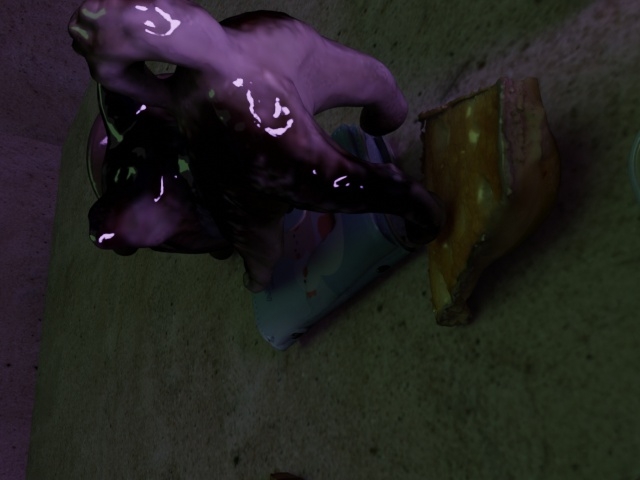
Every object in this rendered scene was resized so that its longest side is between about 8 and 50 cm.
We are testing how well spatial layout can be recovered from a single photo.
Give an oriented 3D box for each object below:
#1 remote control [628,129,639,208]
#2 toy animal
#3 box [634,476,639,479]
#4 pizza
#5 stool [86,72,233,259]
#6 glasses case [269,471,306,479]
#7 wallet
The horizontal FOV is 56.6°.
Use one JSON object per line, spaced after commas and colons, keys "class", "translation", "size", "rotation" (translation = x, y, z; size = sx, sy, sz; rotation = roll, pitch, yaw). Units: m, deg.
{"class": "remote control", "translation": [0.244, 0.021, 0.330], "size": [0.087, 0.047, 0.245], "rotation": [-33, 52, 44]}
{"class": "toy animal", "translation": [-0.105, -0.078, 0.541], "size": [0.344, 0.302, 0.195], "rotation": [-26, 56, 46]}
{"class": "box", "translation": [0.217, 0.162, 0.213], "size": [0.365, 0.051, 0.205], "rotation": [-43, 47, 19]}
{"class": "pizza", "translation": [0.140, -0.027, 0.492], "size": [0.188, 0.080, 0.204], "rotation": [163, 106, -80]}
{"class": "stool", "translation": [-0.205, -0.093, 0.890], "size": [0.178, 0.271, 0.272], "rotation": [140, 134, -64]}
{"class": "glasses case", "translation": [-0.045, 0.356, 0.669], "size": [0.064, 0.041, 0.170], "rotation": [-11, 71, 56]}
{"class": "wallet", "translation": [0.000, 0.000, 0.697], "size": [0.250, 0.075, 0.176], "rotation": [-43, 50, 41]}
